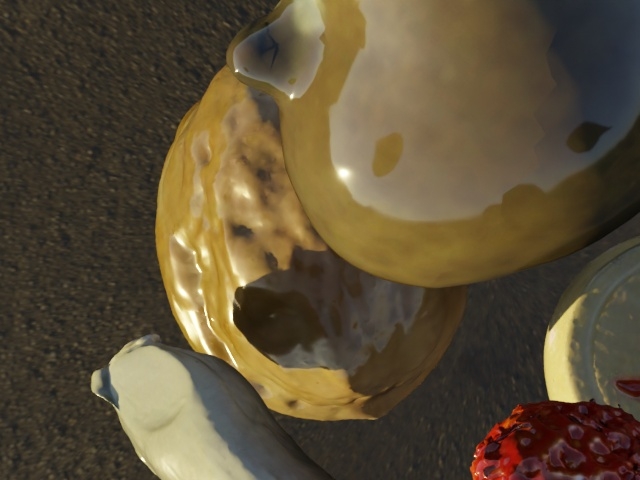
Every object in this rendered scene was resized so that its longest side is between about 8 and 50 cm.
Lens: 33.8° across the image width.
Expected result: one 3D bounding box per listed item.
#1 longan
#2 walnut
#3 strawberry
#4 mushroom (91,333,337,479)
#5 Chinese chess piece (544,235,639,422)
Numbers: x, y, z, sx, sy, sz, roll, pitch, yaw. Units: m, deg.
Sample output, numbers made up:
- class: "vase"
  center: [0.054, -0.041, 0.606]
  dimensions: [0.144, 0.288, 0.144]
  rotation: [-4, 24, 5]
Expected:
- class: "longan"
  center: [0.093, -0.109, 0.656]
  dimensions: [0.300, 0.243, 0.300]
  rotation: [0, 112, -1]
- class: "walnut"
  center: [-0.003, 0.001, 0.976]
  dimensions: [0.306, 0.306, 0.344]
  rotation: [-22, 86, 8]
- class: "strawberry"
  center: [0.156, 0.152, 0.580]
  dimensions: [0.121, 0.188, 0.082]
  rotation: [-26, 124, -6]
- class: "mushroom"
  center: [-0.047, 0.170, 0.746]
  dimensions: [0.097, 0.109, 0.351]
  rotation: [-39, 43, -16]
- class: "Chinese chess piece"
  center: [0.330, 0.112, 0.957]
  dimensions: [0.250, 0.097, 0.251]
  rotation: [-2, 76, 7]
